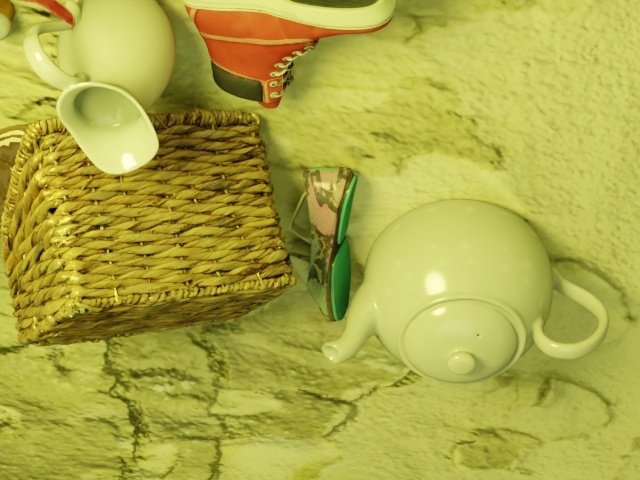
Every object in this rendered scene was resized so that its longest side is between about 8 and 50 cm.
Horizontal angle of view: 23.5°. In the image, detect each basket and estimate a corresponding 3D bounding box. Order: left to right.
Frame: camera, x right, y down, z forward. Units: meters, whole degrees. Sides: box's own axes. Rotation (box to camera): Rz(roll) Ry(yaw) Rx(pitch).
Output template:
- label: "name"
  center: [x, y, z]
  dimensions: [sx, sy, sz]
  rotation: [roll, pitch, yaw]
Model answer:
- label: "basket"
  center: [-0.211, -0.012, 1.761]
  dimensions: [0.299, 0.223, 0.213]
  rotation: [-7, 167, -32]

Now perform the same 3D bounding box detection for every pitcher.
- label: "pitcher"
  center: [-0.233, -0.194, 1.606]
  dimensions: [0.125, 0.207, 0.178]
  rotation: [-27, 126, 22]

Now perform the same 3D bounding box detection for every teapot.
- label: "teapot"
  center: [0.174, 0.087, 1.872]
  dimensions: [0.252, 0.187, 0.256]
  rotation: [35, 122, -28]

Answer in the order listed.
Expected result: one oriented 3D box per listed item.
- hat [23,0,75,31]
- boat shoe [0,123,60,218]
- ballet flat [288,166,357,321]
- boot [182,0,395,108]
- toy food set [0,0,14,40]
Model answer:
- label: "hat"
  center: [-0.343, -0.311, 1.482]
  dimensions: [0.208, 0.173, 0.183]
  rotation: [25, 164, -35]
- label: "boat shoe"
  center: [-0.449, -0.054, 1.788]
  dimensions: [0.342, 0.123, 0.123]
  rotation: [-23, 104, 8]
- label: "ballet flat"
  center: [0.000, 0.000, 1.879]
  dimensions: [0.079, 0.077, 0.221]
  rotation: [13, 128, 13]
- label: "boot"
  center: [-0.020, -0.212, 1.642]
  dimensions: [0.244, 0.088, 0.176]
  rotation: [8, 138, 27]
- label: "toy food set"
  center: [-0.431, -0.265, 1.611]
  dimensions: [0.232, 0.104, 0.111]
  rotation: [22, 128, -19]
